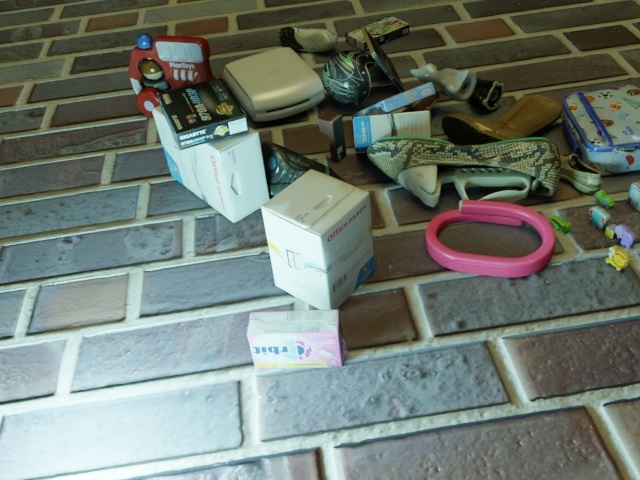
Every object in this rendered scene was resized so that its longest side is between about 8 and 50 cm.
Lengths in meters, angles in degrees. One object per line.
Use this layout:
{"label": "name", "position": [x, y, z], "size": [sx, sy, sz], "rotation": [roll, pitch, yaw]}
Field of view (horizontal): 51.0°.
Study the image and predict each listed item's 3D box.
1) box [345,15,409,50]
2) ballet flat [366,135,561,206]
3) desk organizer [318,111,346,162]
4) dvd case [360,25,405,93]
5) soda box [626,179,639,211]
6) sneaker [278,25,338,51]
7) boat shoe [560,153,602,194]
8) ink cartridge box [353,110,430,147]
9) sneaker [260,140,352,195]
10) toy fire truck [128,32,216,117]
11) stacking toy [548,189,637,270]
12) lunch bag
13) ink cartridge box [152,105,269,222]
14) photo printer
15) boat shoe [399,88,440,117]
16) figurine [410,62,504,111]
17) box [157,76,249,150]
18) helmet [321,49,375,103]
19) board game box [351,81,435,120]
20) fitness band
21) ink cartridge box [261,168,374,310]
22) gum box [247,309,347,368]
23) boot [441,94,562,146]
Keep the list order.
{"label": "box", "position": [0.205, -0.748, 2.419], "size": [0.207, 0.036, 0.114], "rotation": [-28, 45, -22]}
{"label": "ballet flat", "position": [0.351, -0.165, 1.671], "size": [0.482, 0.164, 0.182], "rotation": [2, 67, 8]}
{"label": "desk organizer", "position": [0.033, -0.285, 1.849], "size": [0.050, 0.130, 0.047], "rotation": [21, 48, 31]}
{"label": "dvd case", "position": [0.198, -0.580, 2.149], "size": [0.018, 0.164, 0.221], "rotation": [-35, 37, 19]}
{"label": "soda box", "position": [0.833, -0.128, 1.614], "size": [0.183, 0.058, 0.063], "rotation": [-21, 43, -16]}
{"label": "sneaker", "position": [-0.045, -0.718, 2.400], "size": [0.237, 0.085, 0.086], "rotation": [17, 20, 30]}
{"label": "boat shoe", "position": [0.633, -0.191, 1.701], "size": [0.068, 0.072, 0.190], "rotation": [-31, 46, -25]}
{"label": "ink cartridge box", "position": [0.192, -0.293, 1.820], "size": [0.203, 0.086, 0.148], "rotation": [-3, 1, 4]}
{"label": "sneaker", "position": [-0.053, -0.162, 1.760], "size": [0.139, 0.125, 0.341], "rotation": [-3, 29, -39]}
{"label": "toy fire truck", "position": [-0.467, -0.526, 2.099], "size": [0.302, 0.254, 0.169], "rotation": [10, 44, 19]}
{"label": "stacking toy", "position": [0.666, -0.035, 1.536], "size": [0.166, 0.052, 0.221], "rotation": [-25, 44, -20]}
{"label": "lunch bag", "position": [0.771, -0.293, 1.770], "size": [0.243, 0.115, 0.303], "rotation": [-6, 40, 5]}
{"label": "ink cartridge box", "position": [-0.283, -0.221, 1.751], "size": [0.129, 0.223, 0.307], "rotation": [-33, 47, -27]}
{"label": "photo printer", "position": [-0.145, -0.491, 2.124], "size": [0.255, 0.107, 0.307], "rotation": [-20, 43, -14]}
{"label": "boat shoe", "position": [0.289, -0.371, 1.965], "size": [0.073, 0.073, 0.207], "rotation": [49, 60, 1]}
{"label": "figurine", "position": [0.396, -0.465, 1.988], "size": [0.214, 0.092, 0.209], "rotation": [5, 20, -40]}
{"label": "box", "position": [-0.291, -0.316, 1.650], "size": [0.175, 0.051, 0.220], "rotation": [-18, 43, -13]}
{"label": "helmet", "position": [0.087, -0.501, 2.067], "size": [0.169, 0.170, 0.161], "rotation": [12, 40, 21]}
{"label": "board game box", "position": [0.200, -0.380, 1.877], "size": [0.160, 0.039, 0.211], "rotation": [-24, 7, -19]}
{"label": "fitness band", "position": [0.387, -0.007, 1.544], "size": [0.290, 0.054, 0.209], "rotation": [5, 43, 16]}
{"label": "ink cartridge box", "position": [0.000, 0.000, 1.454], "size": [0.168, 0.233, 0.171], "rotation": [25, 50, 31]}
{"label": "gum box", "position": [-0.042, 0.197, 1.332], "size": [0.188, 0.107, 0.062], "rotation": [-2, 42, 6]}
{"label": "boot", "position": [0.508, -0.337, 1.883], "size": [0.236, 0.089, 0.269], "rotation": [33, 54, 27]}
